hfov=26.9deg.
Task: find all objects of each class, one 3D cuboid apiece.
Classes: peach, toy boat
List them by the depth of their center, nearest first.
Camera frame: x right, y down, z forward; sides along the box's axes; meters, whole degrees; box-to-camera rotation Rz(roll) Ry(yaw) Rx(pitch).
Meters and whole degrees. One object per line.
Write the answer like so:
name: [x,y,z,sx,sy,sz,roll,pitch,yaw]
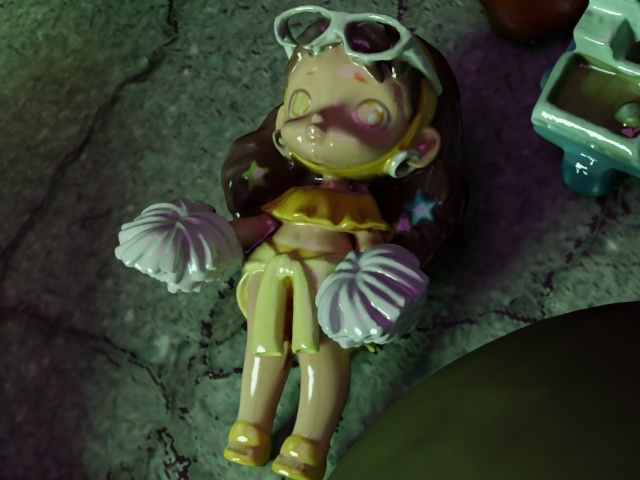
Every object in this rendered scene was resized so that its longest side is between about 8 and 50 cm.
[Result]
toy boat: [0.181,-0.129,0.687,0.088,0.102,0.215,28,76,31]
peach: [0.122,-0.165,0.757,0.098,0.061,0.098,-16,53,22]

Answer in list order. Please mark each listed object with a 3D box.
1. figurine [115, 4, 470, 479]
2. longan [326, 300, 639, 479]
figurine: [0.001,-0.001,0.688,0.174,0.116,0.240,11,73,31]
longan: [0.135,0.167,0.418,0.318,0.319,0.319,-11,59,19]
